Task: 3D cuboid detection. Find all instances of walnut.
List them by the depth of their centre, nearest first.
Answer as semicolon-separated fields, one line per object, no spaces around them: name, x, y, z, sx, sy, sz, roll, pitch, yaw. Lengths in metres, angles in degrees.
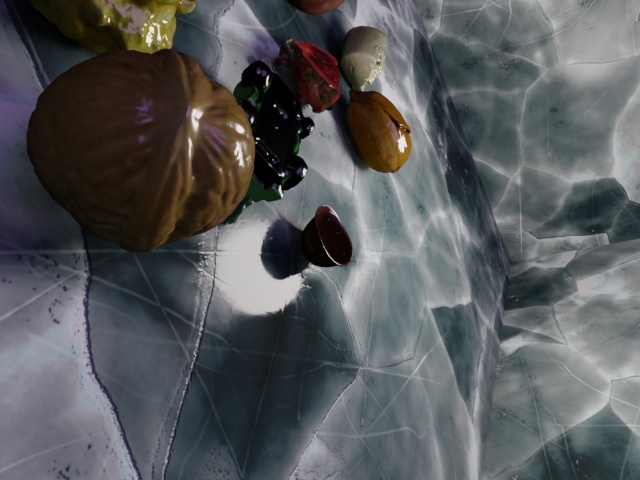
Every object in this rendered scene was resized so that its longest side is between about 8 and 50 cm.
walnut;-0.253;-0.132;0.614;0.332;0.332;0.333;25;58;-47
walnut;0.202;-0.402;1.465;0.336;0.209;0.209;56;39;-13

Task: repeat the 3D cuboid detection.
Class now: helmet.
helmet;0.000;0.000;1.104;0.155;0.106;0.175;-1;73;-57

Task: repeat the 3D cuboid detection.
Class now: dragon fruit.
dragon fruit;-0.045;-0.509;1.238;0.211;0.134;0.262;36;33;-26

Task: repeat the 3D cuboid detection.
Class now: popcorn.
popcorn;-0.363;-0.448;0.692;0.286;0.252;0.215;55;-6;-32

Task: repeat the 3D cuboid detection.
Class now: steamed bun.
steamed bun;0.179;-0.698;1.567;0.200;0.170;0.226;44;46;-43

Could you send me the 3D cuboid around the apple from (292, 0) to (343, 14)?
apple;0.000;-0.905;1.325;0.305;0.234;0.306;-8;90;-68

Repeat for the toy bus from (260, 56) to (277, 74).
toy bus;-0.135;-0.446;1.150;0.131;0.037;0.052;60;40;-19

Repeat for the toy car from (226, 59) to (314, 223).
toy car;-0.151;-0.233;0.939;0.213;0.176;0.359;43;42;-38
